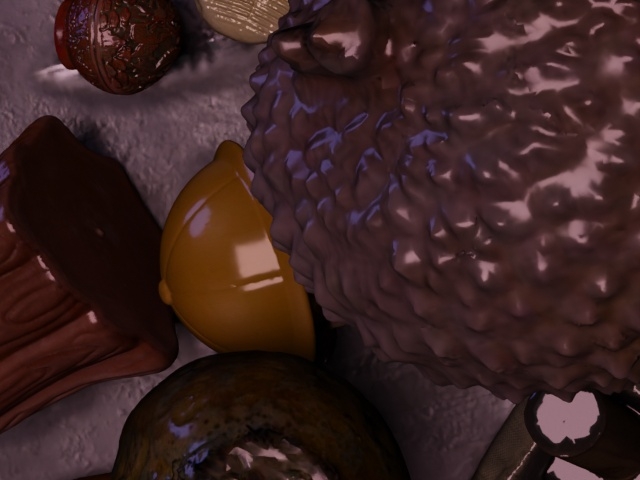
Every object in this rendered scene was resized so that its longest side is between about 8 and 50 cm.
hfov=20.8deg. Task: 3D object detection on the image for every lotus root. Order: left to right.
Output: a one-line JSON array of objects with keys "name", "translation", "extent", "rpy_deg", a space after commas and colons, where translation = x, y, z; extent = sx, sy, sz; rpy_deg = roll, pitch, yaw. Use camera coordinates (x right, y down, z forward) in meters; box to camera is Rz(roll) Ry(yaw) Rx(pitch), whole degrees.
[{"name": "lotus root", "translation": [-0.048, 0.203, 1.261], "extent": [0.250, 0.346, 0.250], "rpy_deg": [1, 79, -6]}]

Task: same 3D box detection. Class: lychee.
[{"name": "lychee", "translation": [0.148, -0.079, 1.110], "extent": [0.380, 0.432, 0.380], "rpy_deg": [-15, 70, 46]}]

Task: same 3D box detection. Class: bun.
[{"name": "bun", "translation": [-0.051, -0.216, 1.389], "extent": [0.115, 0.069, 0.115], "rpy_deg": [3, 115, 6]}]

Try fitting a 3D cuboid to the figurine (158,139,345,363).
[{"name": "figurine", "translation": [-0.002, -0.001, 1.349], "extent": [0.257, 0.167, 0.192], "rpy_deg": [-19, 77, 15]}]

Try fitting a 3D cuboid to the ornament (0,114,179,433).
[{"name": "ornament", "translation": [-0.258, 0.050, 1.405], "extent": [0.217, 0.221, 0.235], "rpy_deg": [-34, 78, 21]}]

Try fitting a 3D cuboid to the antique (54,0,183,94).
[{"name": "antique", "translation": [-0.160, -0.167, 1.409], "extent": [0.104, 0.104, 0.104], "rpy_deg": [2, 96, 16]}]

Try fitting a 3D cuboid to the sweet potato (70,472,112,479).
[{"name": "sweet potato", "translation": [-0.180, 0.223, 1.480], "extent": [0.264, 0.057, 0.057], "rpy_deg": [-6, 94, 19]}]

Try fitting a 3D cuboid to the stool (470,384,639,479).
[{"name": "stool", "translation": [0.233, 0.260, 1.277], "extent": [0.310, 0.226, 0.310], "rpy_deg": [30, 103, 13]}]
